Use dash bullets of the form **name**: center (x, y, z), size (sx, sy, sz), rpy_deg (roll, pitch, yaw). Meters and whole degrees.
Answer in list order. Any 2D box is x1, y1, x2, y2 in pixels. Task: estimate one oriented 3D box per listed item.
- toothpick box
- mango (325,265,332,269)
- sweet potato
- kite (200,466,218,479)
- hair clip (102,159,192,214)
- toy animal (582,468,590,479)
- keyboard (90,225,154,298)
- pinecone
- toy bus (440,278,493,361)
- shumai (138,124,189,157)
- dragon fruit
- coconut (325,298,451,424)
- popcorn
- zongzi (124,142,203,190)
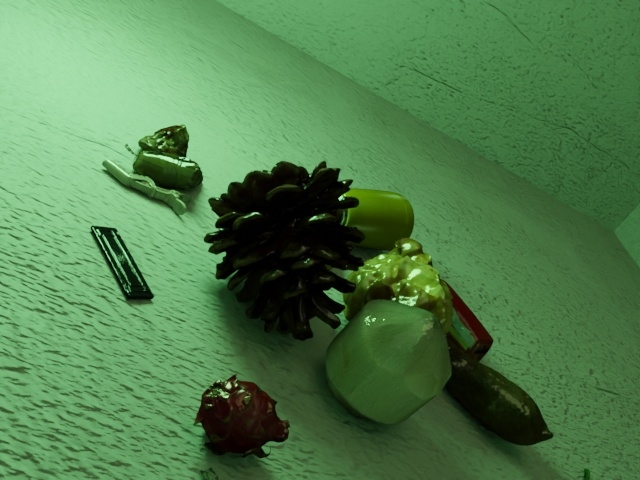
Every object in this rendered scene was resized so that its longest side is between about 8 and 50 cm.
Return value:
- **toothpick box**: center (0.121, -0.064, 2.160), size (0.271, 0.175, 0.175), rpy_deg (5, 39, -41)
- **mango**: center (0.000, 0.000, 2.003), size (0.102, 0.085, 0.184), rpy_deg (10, 41, -41)
- **sweet potato**: center (0.379, 0.346, 1.841), size (0.422, 0.131, 0.130), rpy_deg (43, 26, 26)
- **kite**: center (-0.068, 0.495, 1.167), size (0.368, 0.014, 0.406), rpy_deg (46, 28, 21)
- **hair clip**: center (-0.407, -0.124, 1.771), size (0.226, 0.034, 0.072), rpy_deg (25, 28, -19)
- **toy animal**: center (0.644, 0.609, 1.812), size (0.075, 0.041, 0.217), rpy_deg (44, 22, 19)
- **keyboard**: center (-0.401, 0.043, 1.523), size (0.061, 0.013, 0.204), rpy_deg (5, 39, -48)
- **pinecone**: center (-0.053, 0.033, 1.616), size (0.384, 0.384, 0.384), rpy_deg (28, 27, -16)
- **toy bus**: center (0.339, 0.211, 2.014), size (0.121, 0.120, 0.265), rpy_deg (7, 39, -47)
- **shumai**: center (-0.389, -0.251, 1.934), size (0.123, 0.105, 0.139), rpy_deg (25, -15, 18)
- **dragon fruit**: center (-0.135, 0.303, 1.288), size (0.165, 0.133, 0.136), rpy_deg (23, 70, -22)
- **coconut**: center (0.148, 0.241, 1.568), size (0.237, 0.266, 0.237), rpy_deg (36, 25, -20)
- **popcorn**: center (0.183, 0.139, 1.834), size (0.264, 0.225, 0.332), rpy_deg (3, 48, 0)
- **zongzi**: center (-0.386, -0.177, 1.882), size (0.188, 0.081, 0.178), rpy_deg (15, 1, -3)
